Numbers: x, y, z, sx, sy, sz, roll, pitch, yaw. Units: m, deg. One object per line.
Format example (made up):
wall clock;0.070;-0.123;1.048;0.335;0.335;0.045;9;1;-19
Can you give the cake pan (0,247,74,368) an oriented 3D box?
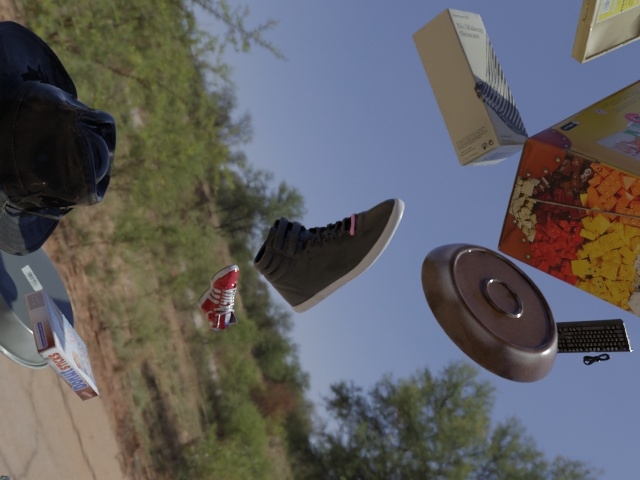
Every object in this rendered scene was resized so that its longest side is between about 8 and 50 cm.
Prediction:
cake pan;-0.529;0.082;1.264;0.293;0.054;0.293;62;2;-4

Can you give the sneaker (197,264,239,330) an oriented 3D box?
sneaker;-0.146;0.092;1.106;0.067;0.042;0.118;60;-43;24

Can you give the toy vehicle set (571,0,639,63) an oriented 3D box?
toy vehicle set;0.620;-0.509;1.492;0.035;0.166;0.267;57;-16;36

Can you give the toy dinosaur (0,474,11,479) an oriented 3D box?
toy dinosaur;-0.469;0.314;0.854;0.218;0.322;0.164;-40;-160;56

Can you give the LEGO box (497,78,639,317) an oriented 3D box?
LEGO box;0.574;-0.074;1.118;0.372;0.500;0.193;29;-52;32

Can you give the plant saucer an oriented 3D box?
plant saucer;0.327;0.117;1.337;0.050;0.311;0.310;-52;-133;38

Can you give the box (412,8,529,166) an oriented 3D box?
box;0.276;-0.278;1.323;0.094;0.113;0.275;-29;-104;45

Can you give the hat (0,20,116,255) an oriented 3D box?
hat;-0.359;-0.127;0.993;0.331;0.134;0.331;8;90;-82

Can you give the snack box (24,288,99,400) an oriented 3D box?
snack box;-0.266;0.114;0.751;0.178;0.022;0.064;98;-29;-63

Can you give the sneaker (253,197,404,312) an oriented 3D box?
sneaker;0.000;0.000;1.216;0.147;0.296;0.104;38;33;-18

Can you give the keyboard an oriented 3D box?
keyboard;0.616;0.235;1.643;0.180;0.023;0.108;-11;-78;48
